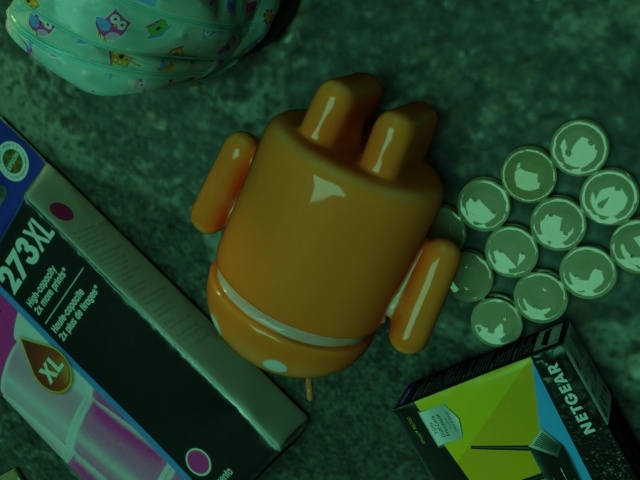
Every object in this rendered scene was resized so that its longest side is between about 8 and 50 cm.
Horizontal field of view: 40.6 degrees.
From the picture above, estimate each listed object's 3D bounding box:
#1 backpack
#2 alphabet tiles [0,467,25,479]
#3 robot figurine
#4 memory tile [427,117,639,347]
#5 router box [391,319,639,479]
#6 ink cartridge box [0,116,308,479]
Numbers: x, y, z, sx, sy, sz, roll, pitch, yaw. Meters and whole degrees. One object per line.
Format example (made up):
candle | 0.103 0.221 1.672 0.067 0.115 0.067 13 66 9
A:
backpack | -0.109 -0.162 0.548 0.151 0.182 0.115 28 114 14
alphabet tiles | -0.312 0.366 0.893 0.198 0.009 0.237 -30 92 28
robot figurine | 0.001 0.001 0.578 0.158 0.128 0.219 14 116 -21
memory tile | 0.144 -0.003 0.579 0.148 0.012 0.113 -33 90 29
router box | 0.152 0.160 0.598 0.133 0.046 0.179 -28 97 28
ink cartridge box | -0.198 0.084 0.732 0.371 0.069 0.176 44 117 9
